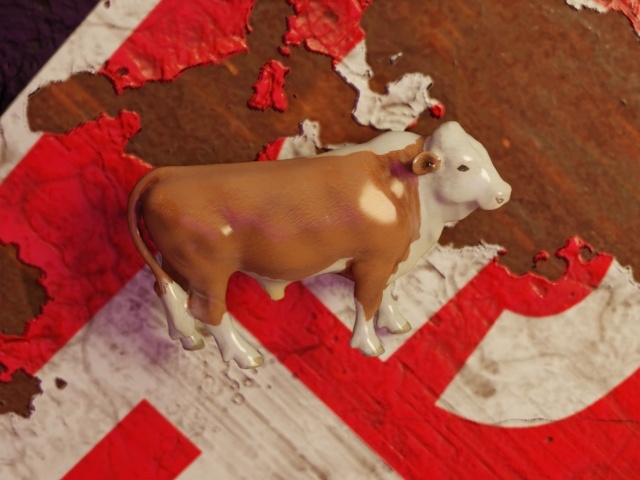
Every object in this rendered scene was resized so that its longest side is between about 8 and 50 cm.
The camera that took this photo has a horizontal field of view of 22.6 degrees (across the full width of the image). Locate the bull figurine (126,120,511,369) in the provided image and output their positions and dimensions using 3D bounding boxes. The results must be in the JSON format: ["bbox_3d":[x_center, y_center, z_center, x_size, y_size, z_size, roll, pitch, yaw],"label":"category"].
[{"bbox_3d":[0.000,0.000,1.318,0.310,0.101,0.188,-3,105,-1],"label":"bull figurine"}]
